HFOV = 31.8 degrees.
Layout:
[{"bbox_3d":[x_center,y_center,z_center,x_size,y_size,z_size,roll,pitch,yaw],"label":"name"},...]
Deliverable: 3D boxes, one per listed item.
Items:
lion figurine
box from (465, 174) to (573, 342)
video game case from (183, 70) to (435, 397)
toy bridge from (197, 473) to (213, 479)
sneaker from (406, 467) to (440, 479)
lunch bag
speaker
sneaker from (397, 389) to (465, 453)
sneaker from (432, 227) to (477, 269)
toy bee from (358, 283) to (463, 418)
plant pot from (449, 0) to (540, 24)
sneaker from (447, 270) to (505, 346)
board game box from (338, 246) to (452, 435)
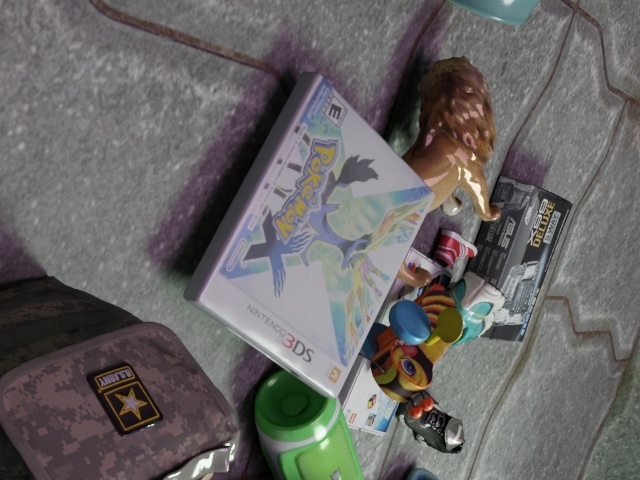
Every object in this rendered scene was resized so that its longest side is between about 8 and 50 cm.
[{"bbox_3d":[0.133,-0.080,1.661,0.392,0.142,0.240,-46,131,-26],"label":"lion figurine"},{"bbox_3d":[0.373,0.041,2.195,0.242,0.077,0.307,14,96,-60],"label":"box"},{"bbox_3d":[0.000,0.000,1.457,0.300,0.036,0.329,41,69,-42],"label":"video game case"},{"bbox_3d":[-0.162,0.250,1.492,0.063,0.026,0.188,-45,143,-38],"label":"toy bridge"},{"bbox_3d":[0.225,0.554,2.071,0.135,0.366,0.150,-11,115,-17],"label":"sneaker"},{"bbox_3d":[-0.243,0.159,1.034,0.235,0.287,0.168,-17,123,-53],"label":"lunch bag"},{"bbox_3d":[-0.013,0.316,1.684,0.131,0.131,0.296,-51,146,-28],"label":"speaker"},{"bbox_3d":[0.217,0.341,2.100,0.078,0.106,0.234,-60,150,-17],"label":"sneaker"},{"bbox_3d":[0.236,0.026,1.993,0.118,0.042,0.067,30,78,-53],"label":"sneaker"},{"bbox_3d":[0.125,0.184,1.699,0.298,0.162,0.195,-29,170,-28],"label":"toy bee"},{"bbox_3d":[0.252,-0.443,1.520,0.272,0.272,0.255,-16,137,-55],"label":"plant pot"},{"bbox_3d":[0.238,0.132,1.970,0.110,0.107,0.275,-46,167,-12],"label":"sneaker"},{"bbox_3d":[0.109,0.166,1.861,0.193,0.053,0.305,31,82,-59],"label":"board game box"}]
